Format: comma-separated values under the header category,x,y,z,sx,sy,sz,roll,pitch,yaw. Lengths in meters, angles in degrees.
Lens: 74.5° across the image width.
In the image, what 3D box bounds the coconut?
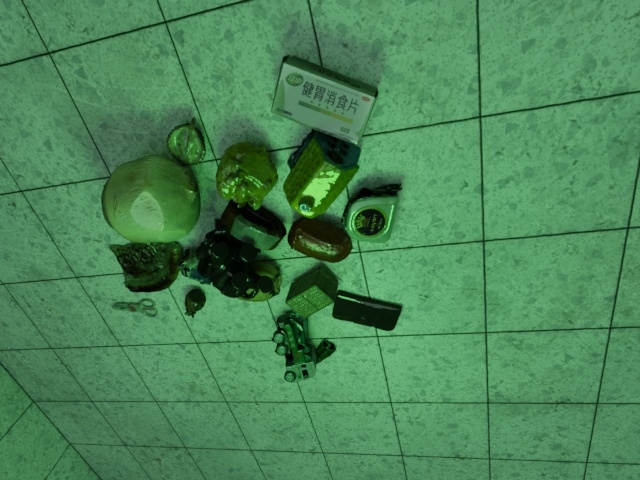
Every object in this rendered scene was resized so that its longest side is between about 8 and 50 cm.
category,x,y,z,sx,sy,sz,roll,pitch,yaw
coconut,-0.627,-0.153,1.634,0.360,0.346,0.347,-3,122,16

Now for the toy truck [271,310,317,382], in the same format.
category,x,y,z,sx,sy,sz,roll,pitch,yaw
toy truck,-0.120,0.509,2.042,0.177,0.176,0.364,-7,111,6

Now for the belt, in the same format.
category,x,y,z,sx,sy,sz,roll,pitch,yaw
belt,-0.271,-0.064,1.708,0.261,0.184,0.105,33,122,-10

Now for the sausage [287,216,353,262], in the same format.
category,x,y,z,sx,sy,sz,roll,pitch,yaw
sausage,0.000,0.001,1.713,0.267,0.153,0.141,19,146,-1

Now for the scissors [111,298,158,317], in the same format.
category,x,y,z,sx,sy,sz,roll,pitch,yaw
scissors,-0.980,0.354,2.218,0.241,0.031,0.118,0,123,7

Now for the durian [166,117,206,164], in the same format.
category,x,y,z,sx,sy,sz,roll,pitch,yaw
durian,-0.501,-0.383,1.606,0.148,0.091,0.189,16,122,-14

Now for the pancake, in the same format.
category,x,y,z,sx,sy,sz,roll,pitch,yaw
pancake,-0.818,0.112,2.007,0.426,0.067,0.305,-17,116,23

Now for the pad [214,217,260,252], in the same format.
category,x,y,z,sx,sy,sz,roll,pitch,yaw
pad,-0.365,-0.020,1.865,0.211,0.003,0.143,10,124,5

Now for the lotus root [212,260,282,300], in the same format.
category,x,y,z,sx,sy,sz,roll,pitch,yaw
lotus root,-0.330,0.181,1.883,0.309,0.183,0.183,1,123,12

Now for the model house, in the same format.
category,x,y,z,sx,sy,sz,roll,pitch,yaw
model house,-0.001,-0.230,1.486,0.215,0.303,0.237,29,123,-16

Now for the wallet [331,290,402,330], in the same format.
category,x,y,z,sx,sy,sz,roll,pitch,yaw
wallet,0.211,0.332,1.955,0.309,0.042,0.165,13,123,3

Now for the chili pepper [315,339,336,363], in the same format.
category,x,y,z,sx,sy,sz,roll,pitch,yaw
chili pepper,-0.004,0.601,2.163,0.088,0.059,0.227,31,125,-2

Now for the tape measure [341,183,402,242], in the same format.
category,x,y,z,sx,sy,sz,roll,pitch,yaw
tape measure,0.190,-0.118,1.627,0.206,0.115,0.235,7,120,0

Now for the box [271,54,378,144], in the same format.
category,x,y,z,sx,sy,sz,roll,pitch,yaw
box,0.010,-0.472,1.410,0.332,0.145,0.173,21,122,-2

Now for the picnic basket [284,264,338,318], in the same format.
category,x,y,z,sx,sy,sz,roll,pitch,yaw
picnic basket,-0.035,0.221,1.865,0.196,0.154,0.134,-34,116,32

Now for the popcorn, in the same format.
category,x,y,z,sx,sy,sz,roll,pitch,yaw
popcorn,-0.282,-0.245,1.600,0.233,0.192,0.266,-11,121,-17

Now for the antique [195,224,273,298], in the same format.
category,x,y,z,sx,sy,sz,roll,pitch,yaw
antique,-0.363,0.103,1.679,0.255,0.185,0.322,-10,112,57

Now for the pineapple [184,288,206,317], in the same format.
category,x,y,z,sx,sy,sz,roll,pitch,yaw
pineapple,-0.632,0.321,2.093,0.108,0.108,0.198,28,137,-7

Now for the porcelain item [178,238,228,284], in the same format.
category,x,y,z,sx,sy,sz,roll,pitch,yaw
porcelain item,-0.507,0.104,1.897,0.287,0.138,0.186,-27,121,28
